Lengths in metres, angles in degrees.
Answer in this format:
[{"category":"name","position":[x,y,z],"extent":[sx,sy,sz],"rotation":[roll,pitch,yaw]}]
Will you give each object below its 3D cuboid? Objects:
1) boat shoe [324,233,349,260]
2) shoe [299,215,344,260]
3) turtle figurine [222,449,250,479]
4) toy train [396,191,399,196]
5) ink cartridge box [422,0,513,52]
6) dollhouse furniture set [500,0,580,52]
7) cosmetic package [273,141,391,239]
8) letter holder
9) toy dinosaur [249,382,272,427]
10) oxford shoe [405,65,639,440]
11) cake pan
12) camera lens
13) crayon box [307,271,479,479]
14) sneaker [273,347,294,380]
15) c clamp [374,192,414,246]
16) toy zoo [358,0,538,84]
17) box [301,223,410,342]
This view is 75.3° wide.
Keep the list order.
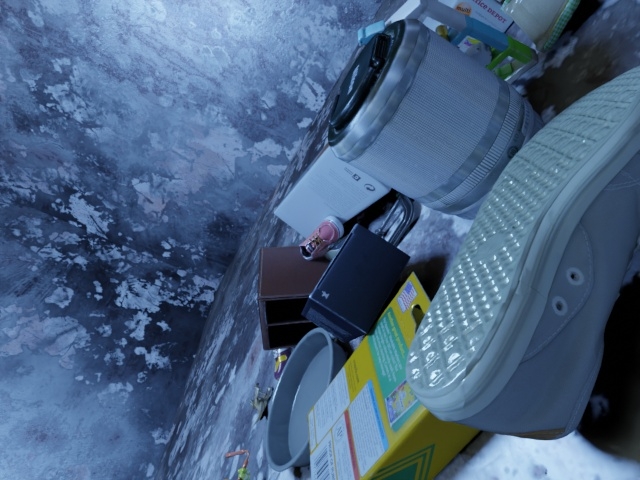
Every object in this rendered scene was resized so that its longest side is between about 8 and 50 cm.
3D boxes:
[{"category":"boat shoe","position":[0.059,0.018,1.089],"extent":[0.137,0.049,0.043],"rotation":[-37,28,53]},{"category":"shoe","position":[0.000,0.000,1.085],"extent":[0.081,0.063,0.178],"rotation":[-42,-3,-24]},{"category":"turtle figurine","position":[-0.216,0.637,0.939],"extent":[0.269,0.087,0.217],"rotation":[-52,26,12]},{"category":"toy train","position":[0.196,-0.121,0.911],"extent":[0.083,0.024,0.017],"rotation":[-48,23,45]},{"category":"ink cartridge box","position":[0.300,-0.455,0.903],"extent":[0.176,0.128,0.127],"rotation":[-53,20,35]},{"category":"dollhouse furniture set","position":[0.416,-0.475,0.690],"extent":[0.197,0.152,0.301],"rotation":[103,161,-52]},{"category":"cosmetic package","position":[0.056,-0.173,1.087],"extent":[0.230,0.162,0.453],"rotation":[-57,9,-25]},{"category":"letter holder","position":[-0.055,0.138,1.133],"extent":[0.301,0.215,0.151],"rotation":[-107,13,-67]},{"category":"toy dinosaur","position":[-0.165,0.454,1.153],"extent":[0.183,0.053,0.092],"rotation":[154,124,-76]},{"category":"oxford shoe","position":[0.246,-0.004,0.422],"extent":[0.449,0.130,0.169],"rotation":[-54,6,-20]},{"category":"cake pan","position":[-0.029,0.331,0.875],"extent":[0.293,0.054,0.293],"rotation":[-55,19,29]},{"category":"camera lens","position":[0.165,-0.178,0.640],"extent":[0.219,0.275,0.219],"rotation":[-56,18,28]},{"category":"crayon box","position":[0.097,0.231,0.581],"extent":[0.322,0.083,0.203],"rotation":[-59,17,20]},{"category":"sneaker","position":[-0.115,0.291,1.149],"extent":[0.069,0.084,0.185],"rotation":[-46,23,47]},{"category":"c clamp","position":[0.160,-0.047,0.902],"extent":[0.160,0.022,0.137],"rotation":[-64,23,24]},{"category":"toy zoo","position":[0.193,-0.306,0.721],"extent":[0.192,0.294,0.030],"rotation":[142,134,-58]},{"category":"box","position":[0.054,0.086,0.745],"extent":[0.153,0.108,0.207],"rotation":[-56,-4,-17]}]
